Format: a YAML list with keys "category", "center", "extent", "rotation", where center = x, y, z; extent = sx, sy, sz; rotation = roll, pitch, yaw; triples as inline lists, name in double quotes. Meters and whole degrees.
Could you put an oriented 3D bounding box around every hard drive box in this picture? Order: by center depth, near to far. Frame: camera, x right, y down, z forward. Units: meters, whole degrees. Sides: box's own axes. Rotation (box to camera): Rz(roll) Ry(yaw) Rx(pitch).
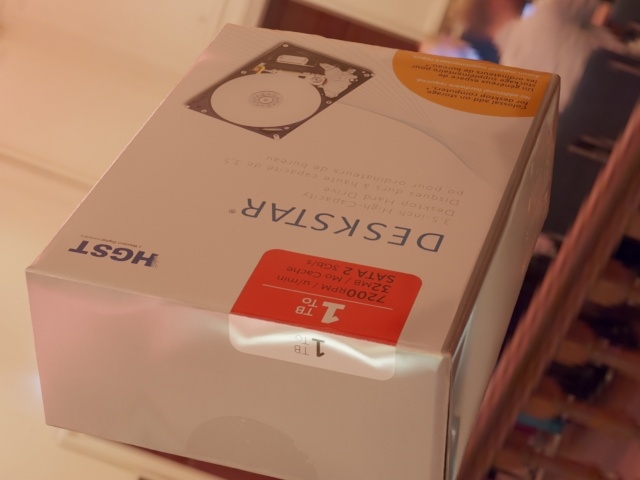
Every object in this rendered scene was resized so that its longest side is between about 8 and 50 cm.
- category: "hard drive box"
  center: [0.000, 0.000, 0.694]
  extent: [0.232, 0.181, 0.089]
  rotation: [-63, -22, -51]
